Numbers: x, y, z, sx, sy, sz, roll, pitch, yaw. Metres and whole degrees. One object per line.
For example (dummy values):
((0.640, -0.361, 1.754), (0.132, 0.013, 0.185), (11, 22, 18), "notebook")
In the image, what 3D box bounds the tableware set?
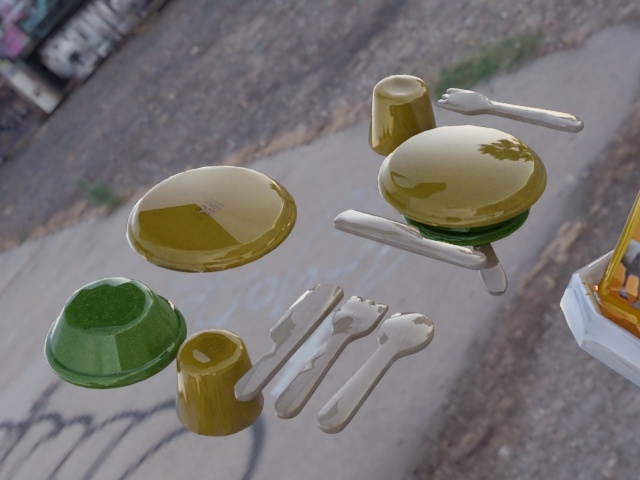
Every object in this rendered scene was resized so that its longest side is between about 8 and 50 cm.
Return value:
((0.000, 0.000, 0.388), (0.104, 0.024, 0.154), (16, 43, 26), "tableware set")

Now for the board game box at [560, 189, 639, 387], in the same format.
((0.322, 0.046, 0.393), (0.390, 0.390, 0.050), (-24, -41, -49), "board game box")
